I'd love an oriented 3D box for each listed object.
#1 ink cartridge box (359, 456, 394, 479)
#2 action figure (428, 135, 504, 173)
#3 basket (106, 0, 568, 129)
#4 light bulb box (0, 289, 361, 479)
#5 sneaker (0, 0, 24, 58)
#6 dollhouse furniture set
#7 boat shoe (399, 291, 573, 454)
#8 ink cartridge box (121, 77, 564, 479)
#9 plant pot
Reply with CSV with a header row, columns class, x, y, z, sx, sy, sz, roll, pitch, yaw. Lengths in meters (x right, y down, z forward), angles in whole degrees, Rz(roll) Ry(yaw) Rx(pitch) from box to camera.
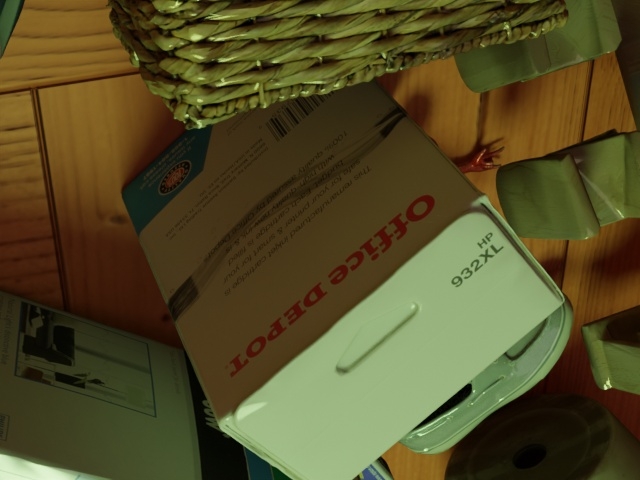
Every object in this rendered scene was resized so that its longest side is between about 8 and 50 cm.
class,x,y,z,sx,sy,sz,roll,pitch,yaw
ink cartridge box,-0.059,0.236,1.159,0.208,0.045,0.206,-34,127,4
action figure,0.116,0.021,1.070,0.139,0.091,0.280,-10,126,-10
basket,-0.002,-0.243,0.761,0.299,0.213,0.223,-17,127,-15
light bulb box,-0.197,0.278,0.979,0.361,0.225,0.358,21,112,-20
sneaker,-0.263,-0.106,0.771,0.112,0.131,0.319,20,101,-36
dollhouse furniture set,0.331,-0.064,1.036,0.362,0.256,0.394,-18,94,-13
boat shoe,0.156,0.130,1.157,0.227,0.079,0.081,-46,143,13
ink cartridge box,0.000,0.000,0.863,0.223,0.307,0.129,-41,128,6
plant pot,0.275,0.328,1.231,0.323,0.323,0.280,-30,113,-3
